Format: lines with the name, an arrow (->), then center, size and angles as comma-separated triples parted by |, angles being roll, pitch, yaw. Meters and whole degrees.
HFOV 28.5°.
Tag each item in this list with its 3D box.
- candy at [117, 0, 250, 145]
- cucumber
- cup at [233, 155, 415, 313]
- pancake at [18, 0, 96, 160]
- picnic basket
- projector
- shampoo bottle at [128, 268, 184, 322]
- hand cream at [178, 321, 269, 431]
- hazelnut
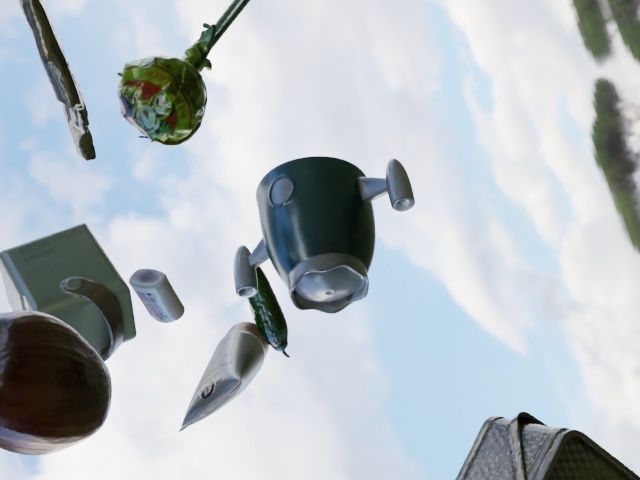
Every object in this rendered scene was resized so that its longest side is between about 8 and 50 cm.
candy -> -0.106, -0.173, 1.140 | 0.262, 0.073, 0.077 | -62, -36, -48
cucumber -> -0.099, 0.116, 2.223 | 0.056, 0.056, 0.250 | -77, -26, -50
cup -> 0.000, 0.000, 1.712 | 0.167, 0.299, 0.173 | 34, -143, -43
pancake -> -0.282, -0.193, 1.340 | 0.235, 0.029, 0.212 | 83, 164, -59
picnic basket -> 0.221, 0.325, 1.332 | 0.165, 0.139, 0.267 | 37, -108, -23
projector -> -0.441, 0.103, 2.217 | 0.242, 0.177, 0.163 | 49, 151, 40
shampoo bottle -> -0.264, 0.094, 2.067 | 0.043, 0.072, 0.099 | -54, -44, -31
hand cream -> -0.164, 0.241, 2.219 | 0.089, 0.139, 0.314 | 49, -165, -9
hazelnut -> -0.368, 0.181, 1.580 | 0.212, 0.181, 0.181 | 50, 176, 45
